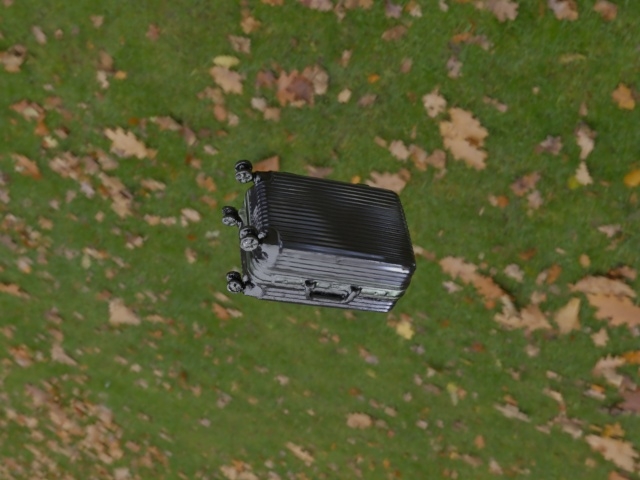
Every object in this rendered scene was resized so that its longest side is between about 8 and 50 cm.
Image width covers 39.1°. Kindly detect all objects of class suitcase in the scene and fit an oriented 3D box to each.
[{"bbox_3d":[0.000,0.000,0.604,0.126,0.086,0.059,7,135,-17],"label":"suitcase"}]
